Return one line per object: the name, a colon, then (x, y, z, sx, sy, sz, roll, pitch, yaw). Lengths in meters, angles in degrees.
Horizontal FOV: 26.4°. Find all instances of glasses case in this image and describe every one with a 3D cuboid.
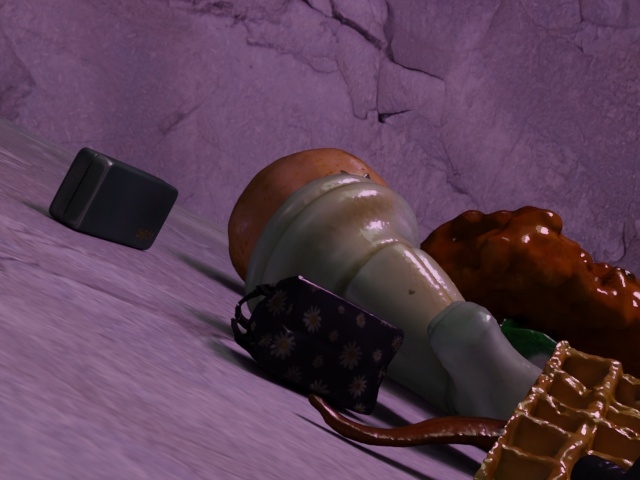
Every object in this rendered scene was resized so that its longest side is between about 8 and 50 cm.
glasses case: (-0.208, -0.040, 1.396, 0.039, 0.078, 0.184, 28, 1, 17)

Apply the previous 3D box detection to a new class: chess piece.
chess piece: (0.084, 0.078, 1.115, 0.298, 0.176, 0.175, 37, 7, 38)

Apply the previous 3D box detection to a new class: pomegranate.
pomegranate: (-0.008, -0.008, 1.608, 0.207, 0.207, 0.207, 27, 1, 0)

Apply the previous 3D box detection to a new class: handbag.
handbag: (-0.021, 0.077, 1.044, 0.115, 0.072, 0.139, 28, -13, -28)

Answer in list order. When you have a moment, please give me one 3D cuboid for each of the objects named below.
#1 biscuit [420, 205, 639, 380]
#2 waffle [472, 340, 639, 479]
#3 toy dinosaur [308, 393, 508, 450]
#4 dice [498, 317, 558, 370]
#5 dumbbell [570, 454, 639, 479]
biscuit: (0.208, 0.092, 1.445, 0.312, 0.111, 0.318, 28, -39, -23)
waffle: (0.201, 0.153, 0.749, 0.219, 0.057, 0.229, 21, 24, 15)
toy dinosaur: (0.215, 0.174, 0.935, 0.432, 0.097, 0.208, 8, -5, 12)
dice: (0.204, 0.153, 1.288, 0.131, 0.120, 0.128, 30, 0, 22)
dumbbell: (0.209, 0.154, 0.517, 0.143, 0.143, 0.325, 27, 1, -34)
